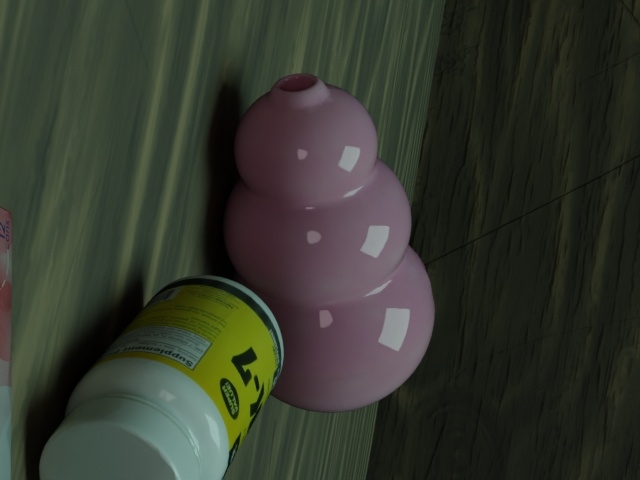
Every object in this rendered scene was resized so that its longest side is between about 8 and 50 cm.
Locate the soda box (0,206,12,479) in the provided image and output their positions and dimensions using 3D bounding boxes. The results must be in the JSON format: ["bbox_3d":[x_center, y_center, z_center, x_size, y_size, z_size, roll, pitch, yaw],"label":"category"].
[{"bbox_3d":[-0.169,0.107,0.427,0.092,0.083,0.263,54,32,-74],"label":"soda box"}]

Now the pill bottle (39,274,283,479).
[{"bbox_3d":[-0.107,0.117,0.813,0.208,0.119,0.119,-58,154,-63],"label":"pill bottle"}]

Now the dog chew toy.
[{"bbox_3d":[0.000,0.000,1.092,0.206,0.207,0.331,-66,154,-53],"label":"dog chew toy"}]
